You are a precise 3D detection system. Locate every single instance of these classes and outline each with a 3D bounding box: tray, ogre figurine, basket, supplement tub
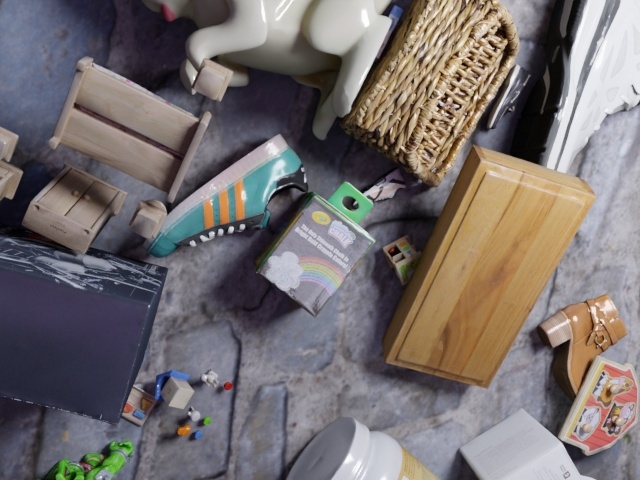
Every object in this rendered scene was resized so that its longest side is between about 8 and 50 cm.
[{"bbox_3d":[0.274,0.059,1.273,0.203,0.076,0.410,16,118,-9],"label":"tray"},{"bbox_3d":[-0.425,0.415,1.283,0.197,0.118,0.096,-4,98,-6],"label":"ogre figurine"},{"bbox_3d":[0.204,-0.256,1.229,0.223,0.213,0.299,32,93,-9],"label":"basket"},{"bbox_3d":[0.110,0.481,1.304,0.316,0.228,0.228,42,91,-10],"label":"supplement tub"}]

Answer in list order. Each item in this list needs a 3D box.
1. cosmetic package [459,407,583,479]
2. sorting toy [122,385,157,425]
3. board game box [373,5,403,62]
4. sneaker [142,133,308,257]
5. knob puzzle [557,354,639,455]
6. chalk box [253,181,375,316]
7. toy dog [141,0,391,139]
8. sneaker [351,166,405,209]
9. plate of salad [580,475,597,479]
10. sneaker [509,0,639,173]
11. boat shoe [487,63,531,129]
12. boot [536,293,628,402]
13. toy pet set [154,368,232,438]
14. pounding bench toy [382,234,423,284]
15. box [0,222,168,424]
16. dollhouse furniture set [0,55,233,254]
[{"bbox_3d":[0.374,0.431,1.354,0.151,0.183,0.151,-33,100,-2],"label":"cosmetic package"},{"bbox_3d":[-0.342,0.289,1.331,0.083,0.012,0.062,31,93,-10],"label":"sorting toy"},{"bbox_3d":[0.104,-0.347,1.266,0.020,0.090,0.090,26,93,-8],"label":"board game box"},{"bbox_3d":[-0.155,-0.048,1.263,0.302,0.108,0.121,-37,96,-3],"label":"sneaker"},{"bbox_3d":[0.549,0.322,1.404,0.213,0.030,0.213,-9,108,-28],"label":"knob puzzle"},{"bbox_3d":[0.000,0.000,1.279,0.132,0.132,0.213,38,90,-9],"label":"chalk box"},{"bbox_3d":[-0.095,-0.395,1.143,0.408,0.284,0.395,24,93,-8],"label":"toy dog"},{"bbox_3d":[0.105,-0.084,1.326,0.109,0.040,0.043,-34,102,-2],"label":"sneaker"},{"bbox_3d":[0.493,0.555,1.455,0.200,0.048,0.199,0,90,0],"label":"plate of salad"},{"bbox_3d":[0.505,-0.236,1.293,0.258,0.169,0.447,16,93,-8],"label":"sneaker"},{"bbox_3d":[0.338,-0.252,1.333,0.038,0.046,0.125,25,85,-5],"label":"boat shoe"},{"bbox_3d":[0.510,0.209,1.402,0.152,0.073,0.197,-24,102,-8],"label":"boot"},{"bbox_3d":[-0.240,0.278,1.331,0.114,0.065,0.122,27,97,-45],"label":"toy pet set"},{"bbox_3d":[0.154,0.044,1.341,0.052,0.065,0.083,-27,130,-4],"label":"pounding bench toy"},{"bbox_3d":[-0.414,0.107,1.132,0.313,0.343,0.178,16,94,-10],"label":"box"},{"bbox_3d":[-0.335,-0.183,1.136,0.303,0.173,0.355,26,113,-10],"label":"dollhouse furniture set"}]
